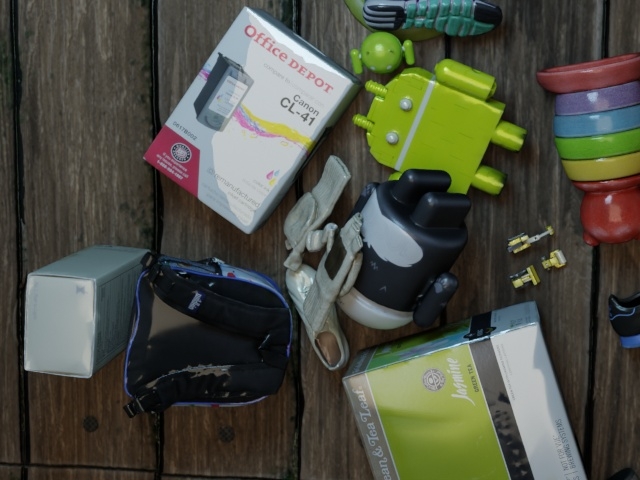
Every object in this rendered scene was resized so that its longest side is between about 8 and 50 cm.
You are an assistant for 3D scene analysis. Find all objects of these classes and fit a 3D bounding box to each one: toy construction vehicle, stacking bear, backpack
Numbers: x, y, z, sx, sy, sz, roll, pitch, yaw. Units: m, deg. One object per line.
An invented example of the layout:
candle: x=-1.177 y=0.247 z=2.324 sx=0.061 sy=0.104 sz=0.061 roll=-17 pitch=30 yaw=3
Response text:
toy construction vehicle: x=0.350 y=0.029 z=1.957 sx=0.098 sy=0.035 sz=0.085 roll=-23 pitch=93 yaw=11
stacking bear: x=0.450 y=-0.136 z=1.867 sx=0.175 sy=0.164 sz=0.289 roll=-9 pitch=100 yaw=10
backpack: x=-0.181 y=0.154 z=1.958 sx=0.264 sy=0.213 sz=0.276 roll=10 pitch=104 yaw=-5

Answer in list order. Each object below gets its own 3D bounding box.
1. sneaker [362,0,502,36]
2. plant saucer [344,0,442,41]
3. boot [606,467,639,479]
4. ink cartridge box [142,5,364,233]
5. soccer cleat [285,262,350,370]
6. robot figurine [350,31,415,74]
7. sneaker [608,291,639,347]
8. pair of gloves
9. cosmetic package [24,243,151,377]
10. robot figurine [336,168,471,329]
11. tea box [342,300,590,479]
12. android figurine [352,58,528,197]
sneaker: x=0.177 y=-0.385 z=1.875 sx=0.224 sy=0.083 sz=0.098 roll=3 pitch=60 yaw=-9
plant saucer: x=0.144 y=-0.444 z=1.927 sx=0.241 sy=0.037 sz=0.240 roll=1 pitch=97 yaw=8
boot: x=0.505 y=0.532 z=1.970 sx=0.263 sy=0.091 sz=0.229 roll=-40 pitch=89 yaw=9
ink cartridge box: x=-0.110 y=-0.198 z=1.950 sx=0.226 sy=0.131 sz=0.306 roll=36 pitch=102 yaw=3
soccer cleat: x=-0.003 y=0.128 z=2.002 sx=0.068 sy=0.076 sz=0.196 roll=-24 pitch=93 yaw=11
robot figurine: x=0.100 y=-0.302 z=1.911 sx=0.101 sy=0.115 sz=0.067 roll=-7 pitch=95 yaw=9
sneaker: x=0.580 y=0.096 z=1.908 sx=0.232 sy=0.081 sz=0.090 roll=-21 pitch=101 yaw=12
pair of gloves: x=0.000 y=0.000 z=1.907 sx=0.042 sy=0.240 sz=0.204 roll=13 pitch=127 yaw=-28
cosmetic package: x=-0.373 y=0.107 z=1.936 sx=0.113 sy=0.309 sz=0.160 roll=6 pitch=98 yaw=8
robot figurine: x=0.129 y=0.015 z=1.900 sx=0.174 sy=0.209 sz=0.278 roll=25 pitch=121 yaw=-9
tea box: x=0.242 y=0.308 z=1.916 sx=0.324 sy=0.220 sz=0.329 roll=-16 pitch=94 yaw=9
android figurine: x=0.188 y=-0.176 z=1.925 sx=0.273 sy=0.056 sz=0.248 roll=25 pitch=117 yaw=3
